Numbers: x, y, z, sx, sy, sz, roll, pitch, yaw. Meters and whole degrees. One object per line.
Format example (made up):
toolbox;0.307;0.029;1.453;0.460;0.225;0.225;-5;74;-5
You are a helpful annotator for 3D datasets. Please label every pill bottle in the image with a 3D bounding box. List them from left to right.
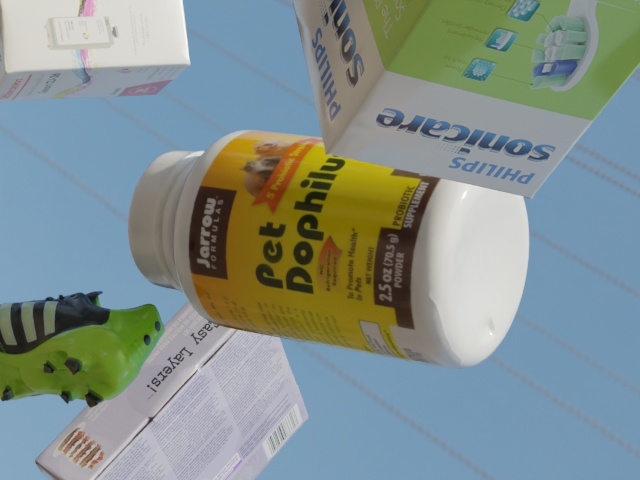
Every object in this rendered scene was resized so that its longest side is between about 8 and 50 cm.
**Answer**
pill bottle;0.000;0.000;0.909;0.215;0.117;0.117;8;-74;32

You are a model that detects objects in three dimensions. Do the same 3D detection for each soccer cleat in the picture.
soccer cleat;-0.169;0.061;0.977;0.179;0.072;0.060;4;-53;39

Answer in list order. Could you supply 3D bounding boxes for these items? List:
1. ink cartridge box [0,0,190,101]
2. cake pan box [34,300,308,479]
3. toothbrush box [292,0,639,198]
ink cartridge box;-0.223;-0.162;1.372;0.115;0.198;0.067;156;-72;-68
cake pan box;-0.128;0.185;1.541;0.070;0.267;0.245;33;-21;26
toothbrush box;0.096;-0.192;0.725;0.283;0.122;0.206;-54;-145;39
